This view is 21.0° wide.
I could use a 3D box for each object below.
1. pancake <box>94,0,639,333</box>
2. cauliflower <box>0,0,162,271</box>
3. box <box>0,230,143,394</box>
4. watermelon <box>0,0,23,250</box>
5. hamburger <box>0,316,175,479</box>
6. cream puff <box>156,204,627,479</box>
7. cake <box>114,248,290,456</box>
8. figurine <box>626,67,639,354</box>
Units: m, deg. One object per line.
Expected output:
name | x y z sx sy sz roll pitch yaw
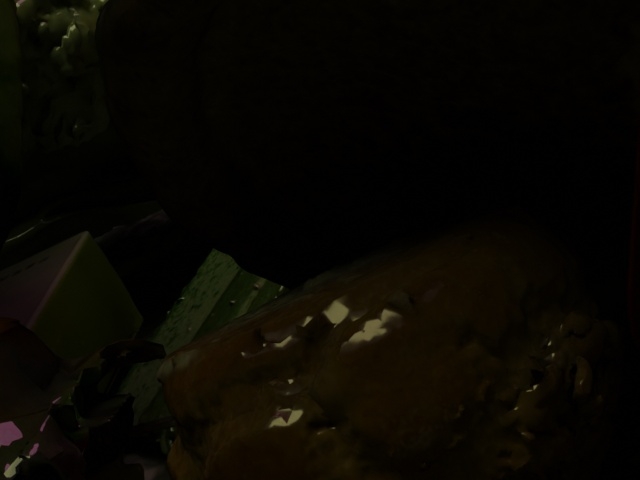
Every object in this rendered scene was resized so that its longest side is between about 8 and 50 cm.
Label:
pancake | 0.069 -0.036 0.583 0.286 0.288 0.033 4 61 4
cauliflower | -0.177 -0.080 0.997 0.281 0.327 0.260 -49 16 22
box | -0.225 0.102 0.843 0.260 0.062 0.175 -24 19 16
watermelon | -0.290 -0.046 0.746 0.331 0.189 0.330 -16 61 32
hamburger | -0.160 0.121 0.600 0.243 0.138 0.262 -23 7 25
cream puff | 0.027 0.061 0.575 0.165 0.115 0.150 -25 3 43
cake | -0.018 -0.001 0.828 0.235 0.099 0.100 -36 20 -27
figurine | 0.200 0.027 0.431 0.183 0.160 0.226 -8 35 -5
